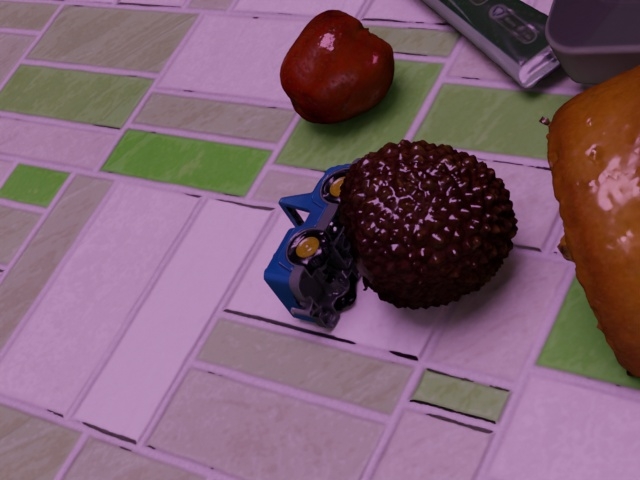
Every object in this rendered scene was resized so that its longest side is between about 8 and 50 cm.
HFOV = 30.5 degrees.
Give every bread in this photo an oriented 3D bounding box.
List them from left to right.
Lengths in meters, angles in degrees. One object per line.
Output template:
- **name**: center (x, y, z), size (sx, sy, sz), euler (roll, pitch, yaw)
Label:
- **bread**: center (0.308, -0.051, 1.080), size (0.194, 0.179, 0.340), euler (-21, 52, 29)

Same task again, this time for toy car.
- **toy car**: center (0.000, 0.000, 1.296), size (0.100, 0.097, 0.191), euler (11, 60, 36)

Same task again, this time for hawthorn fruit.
- **hawthorn fruit**: center (0.017, -0.206, 1.435), size (0.138, 0.133, 0.133), euler (-49, 46, 4)

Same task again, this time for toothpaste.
- **toothpaste**: center (0.179, -0.307, 1.480), size (0.098, 0.061, 0.392), euler (-38, 49, -5)

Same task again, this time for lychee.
- **lychee**: center (0.108, -0.018, 1.193), size (0.188, 0.188, 0.188), euler (-15, 48, 17)

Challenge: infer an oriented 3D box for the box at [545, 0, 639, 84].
- **box**: center (0.452, -0.332, 1.256), size (0.367, 0.090, 0.373), euler (3, 60, 34)
